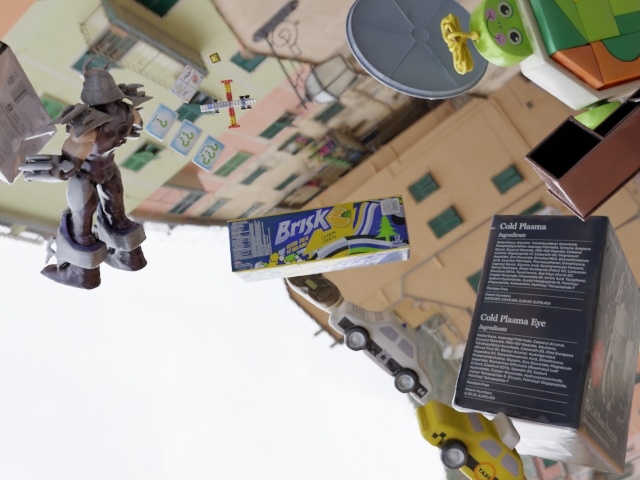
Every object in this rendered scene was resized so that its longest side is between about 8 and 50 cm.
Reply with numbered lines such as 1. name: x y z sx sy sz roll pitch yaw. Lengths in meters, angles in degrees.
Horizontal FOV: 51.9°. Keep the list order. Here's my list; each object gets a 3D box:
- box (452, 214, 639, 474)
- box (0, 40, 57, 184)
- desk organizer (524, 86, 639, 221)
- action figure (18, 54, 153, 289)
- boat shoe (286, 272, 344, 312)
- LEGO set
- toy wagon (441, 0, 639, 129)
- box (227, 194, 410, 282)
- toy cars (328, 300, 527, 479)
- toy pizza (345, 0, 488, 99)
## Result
1. box: 0.381 0.170 1.046 0.343 0.179 0.312 40 -120 -48
2. box: -0.451 -0.194 0.709 0.290 0.087 0.169 29 159 6
3. desk organizer: 0.219 -0.082 0.479 0.050 0.130 0.047 38 -166 -38
4. action figure: -0.271 -0.079 0.781 0.099 0.284 0.185 22 -148 19
5. boat shoe: -0.009 0.093 1.257 0.072 0.068 0.190 52 177 -35
6. LEGO set: -0.268 -0.306 1.519 0.183 0.244 0.060 34 -176 -10
7. toy wagon: 0.304 -0.264 0.771 0.345 0.068 0.267 -17 -93 -22
8. box: 0.000 0.000 0.636 0.059 0.169 0.054 62 -160 -75
9. toy cars: 0.161 0.207 0.909 0.393 0.087 0.176 47 -171 38
10. toy pizza: 0.129 -0.266 0.887 0.202 0.032 0.201 5 -118 -10
